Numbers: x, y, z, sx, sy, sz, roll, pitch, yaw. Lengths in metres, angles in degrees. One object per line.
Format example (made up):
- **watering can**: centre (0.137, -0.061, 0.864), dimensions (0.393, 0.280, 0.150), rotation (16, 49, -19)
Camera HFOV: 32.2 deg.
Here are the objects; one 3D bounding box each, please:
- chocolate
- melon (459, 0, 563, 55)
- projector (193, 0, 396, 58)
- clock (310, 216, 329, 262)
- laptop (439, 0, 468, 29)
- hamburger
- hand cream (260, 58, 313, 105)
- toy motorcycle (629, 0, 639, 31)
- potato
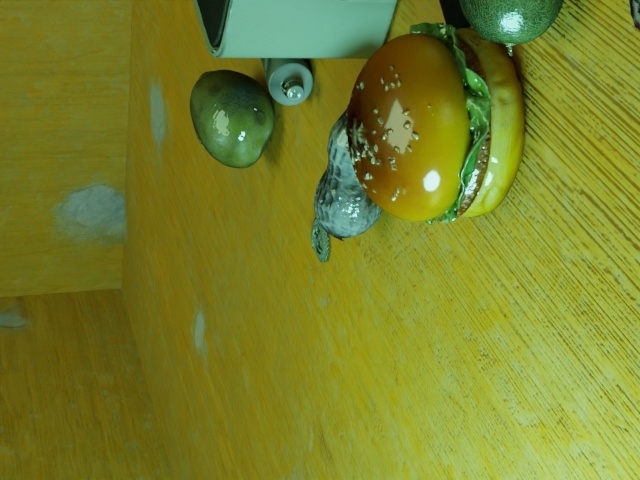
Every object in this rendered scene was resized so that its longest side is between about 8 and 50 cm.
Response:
- **chocolate**: centre (0.054, -0.100, 1.590), dimensions (0.248, 0.110, 0.110), rotation (101, 156, -46)
- **melon**: centre (0.195, -0.272, 1.126), dimensions (0.114, 0.114, 0.168), rotation (-148, 57, -67)
- **projector**: centre (-0.038, -0.410, 1.586), dimensions (0.249, 0.249, 0.248), rotation (109, 151, -46)
- **clock**: centre (0.000, 0.000, 1.917), dimensions (0.083, 0.010, 0.074), rotation (-115, 28, -45)
- **laptop**: centre (0.180, -0.340, 1.320), dimensions (0.197, 0.016, 0.135), rotation (125, 136, -64)
- **hamburger**: centre (0.120, -0.136, 1.294), dimensions (0.246, 0.169, 0.246), rotation (174, 90, -73)
- **hand cream**: centre (-0.079, -0.331, 2.011), dimensions (0.341, 0.077, 0.124), rotation (-115, 27, -57)
- **toy motorcycle**: centre (0.276, -0.281, 0.943), dimensions (0.118, 0.084, 0.213), rotation (135, 122, -64)
- **potato**: centre (-0.177, -0.250, 2.180), dimensions (0.174, 0.159, 0.251), rotation (-58, 44, 16)
